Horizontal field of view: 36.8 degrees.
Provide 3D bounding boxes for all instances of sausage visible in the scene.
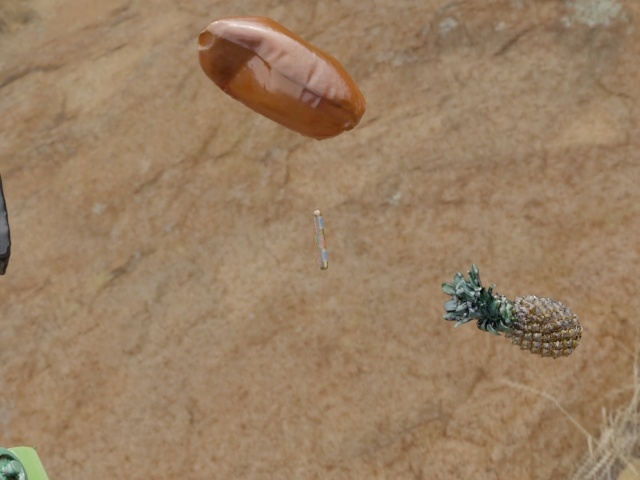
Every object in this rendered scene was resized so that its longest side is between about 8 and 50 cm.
[{"bbox_3d":[-0.039,-0.160,0.939,0.089,0.179,0.089,-51,20,27],"label":"sausage"},{"bbox_3d":[0.000,0.000,1.460,0.015,0.100,0.015,-7,6,1],"label":"sausage"}]

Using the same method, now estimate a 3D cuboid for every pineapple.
[{"bbox_3d":[0.275,0.106,1.353,0.221,0.083,0.103,20,34,-18],"label":"pineapple"}]

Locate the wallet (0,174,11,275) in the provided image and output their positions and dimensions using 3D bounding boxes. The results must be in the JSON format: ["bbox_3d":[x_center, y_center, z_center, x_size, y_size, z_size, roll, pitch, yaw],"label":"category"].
[{"bbox_3d":[-0.396,-0.044,0.926,0.051,0.197,0.378,-15,3,-41],"label":"wallet"}]

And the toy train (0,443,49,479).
[{"bbox_3d":[-0.305,0.322,1.010,0.105,0.157,0.253,-37,66,7],"label":"toy train"}]
